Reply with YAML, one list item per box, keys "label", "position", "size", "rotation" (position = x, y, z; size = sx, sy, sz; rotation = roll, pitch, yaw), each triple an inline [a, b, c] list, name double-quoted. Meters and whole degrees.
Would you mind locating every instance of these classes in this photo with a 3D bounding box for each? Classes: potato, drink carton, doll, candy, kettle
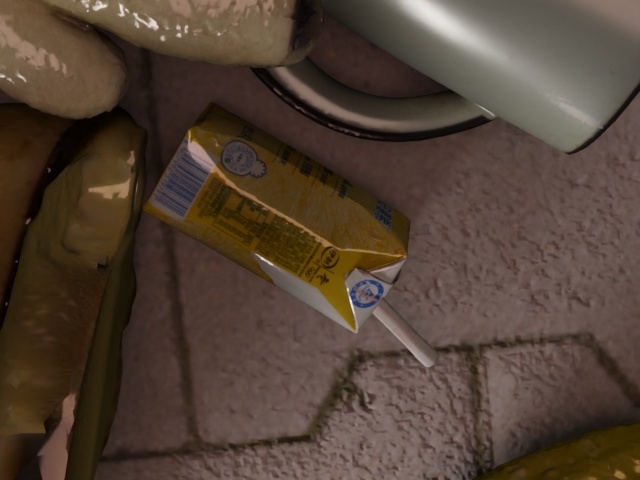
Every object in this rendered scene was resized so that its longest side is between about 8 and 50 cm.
- label: "potato"
  position: [-0.217, 0.051, 0.617]
  size: [0.243, 0.242, 0.285]
  rotation: [7, 93, -2]
- label: "drink carton"
  position: [0.000, 0.000, 0.671]
  size: [0.200, 0.084, 0.074]
  rotation: [30, 108, -6]
- label: "doll"
  position: [-0.131, -0.152, 0.545]
  size: [0.278, 0.149, 0.175]
  rotation: [9, 78, 2]
- label: "candy"
  position: [0.153, 0.174, 0.697]
  size: [0.199, 0.094, 0.106]
  rotation: [-28, 63, -3]
- label: "kettle"
  position: [0.059, -0.150, 0.615]
  size: [0.236, 0.161, 0.221]
  rotation: [28, 119, -4]
